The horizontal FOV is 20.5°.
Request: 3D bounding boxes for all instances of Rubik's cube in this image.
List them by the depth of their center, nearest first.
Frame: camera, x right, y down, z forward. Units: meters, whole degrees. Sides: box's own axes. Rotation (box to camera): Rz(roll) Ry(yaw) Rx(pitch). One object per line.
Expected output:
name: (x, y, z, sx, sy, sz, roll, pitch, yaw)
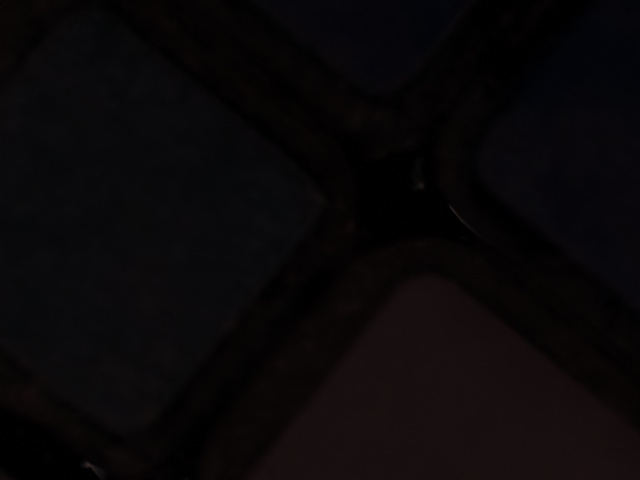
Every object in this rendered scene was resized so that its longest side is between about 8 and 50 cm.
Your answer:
Rubik's cube: (0.013, 0.066, 0.632, 0.362, 0.363, 0.359, 37, 172, -1)
